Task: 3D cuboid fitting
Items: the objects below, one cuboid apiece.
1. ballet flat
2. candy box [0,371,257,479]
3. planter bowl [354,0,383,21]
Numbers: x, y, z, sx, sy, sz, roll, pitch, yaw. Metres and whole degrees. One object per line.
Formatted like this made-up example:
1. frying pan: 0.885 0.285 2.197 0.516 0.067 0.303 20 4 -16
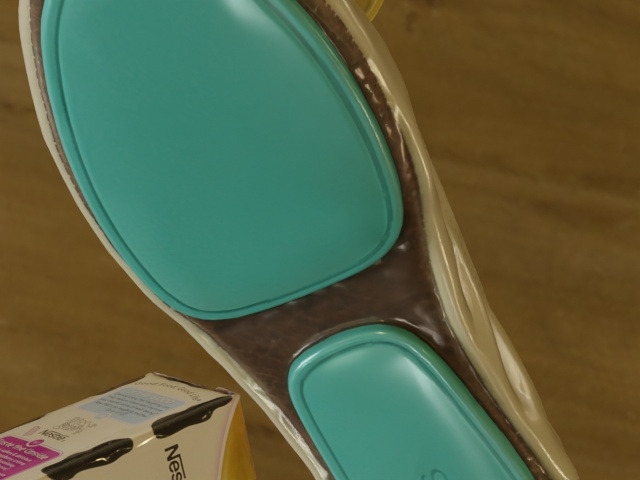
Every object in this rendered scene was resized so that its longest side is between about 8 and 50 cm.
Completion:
1. ballet flat: 0.000 0.000 0.441 0.086 0.248 0.086 -18 36 13
2. candy box: -0.126 0.165 0.664 0.233 0.071 0.159 -21 107 -35
3. planter bowl: -0.071 -0.184 1.005 0.217 0.217 0.090 39 53 8
